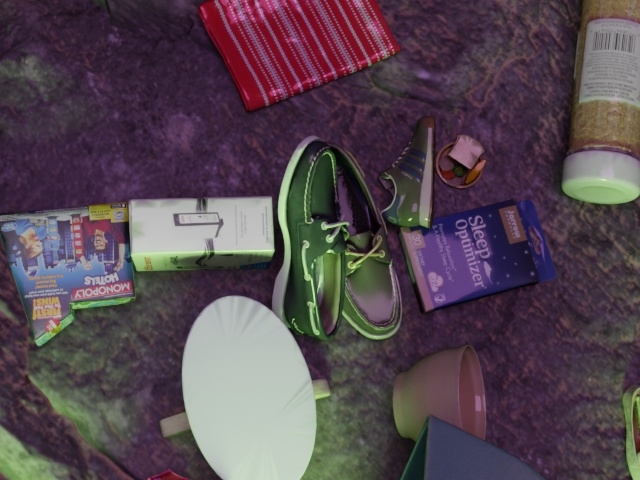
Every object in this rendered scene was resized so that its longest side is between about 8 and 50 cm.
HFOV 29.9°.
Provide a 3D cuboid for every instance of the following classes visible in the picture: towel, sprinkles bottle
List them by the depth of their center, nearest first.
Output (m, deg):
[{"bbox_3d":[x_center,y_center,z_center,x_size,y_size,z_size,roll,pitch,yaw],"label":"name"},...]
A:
[{"bbox_3d":[0.454,-0.240,1.876,0.121,0.121,0.356,10,75,-4],"label":"sprinkles bottle"},{"bbox_3d":[-0.035,-0.335,1.894,0.274,0.031,0.199,-23,81,-11],"label":"towel"}]

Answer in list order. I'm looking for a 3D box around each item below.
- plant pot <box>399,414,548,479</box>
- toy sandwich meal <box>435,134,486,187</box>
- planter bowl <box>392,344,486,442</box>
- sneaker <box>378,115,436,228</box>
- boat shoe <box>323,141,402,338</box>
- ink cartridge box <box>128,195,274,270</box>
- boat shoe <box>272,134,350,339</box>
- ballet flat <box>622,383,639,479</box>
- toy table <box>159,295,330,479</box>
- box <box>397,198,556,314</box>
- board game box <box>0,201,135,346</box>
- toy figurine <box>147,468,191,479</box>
[{"bbox_3d":[0.215,0.425,1.577,0.252,0.248,0.247,18,116,-2],"label":"plant pot"},{"bbox_3d":[0.221,-0.123,1.869,0.085,0.029,0.086,1,76,-6],"label":"toy sandwich meal"},{"bbox_3d":[0.168,0.234,1.725,0.109,0.162,0.162,-5,75,21],"label":"planter bowl"},{"bbox_3d":[0.132,-0.108,1.834,0.086,0.064,0.192,0,64,9],"label":"sneaker"},{"bbox_3d":[0.047,-0.001,1.789,0.109,0.091,0.305,-18,79,-10],"label":"boat shoe"},{"bbox_3d":[-0.173,-0.008,1.738,0.203,0.148,0.086,-2,79,-5],"label":"ink cartridge box"},{"bbox_3d":[0.000,0.000,1.703,0.091,0.303,0.114,22,35,29],"label":"boat shoe"},{"bbox_3d":[0.483,0.297,1.784,0.057,0.052,0.168,-8,78,-8],"label":"ballet flat"},{"bbox_3d":[-0.101,0.225,1.683,0.252,0.161,0.274,-2,77,-7],"label":"toy table"},{"bbox_3d":[0.244,0.019,1.835,0.225,0.036,0.137,-14,78,-11],"label":"box"},{"bbox_3d":[-0.369,0.051,1.747,0.194,0.060,0.194,-5,78,-6],"label":"board game box"},{"bbox_3d":[-0.183,0.372,1.646,0.159,0.173,0.130,24,64,24],"label":"toy figurine"}]
